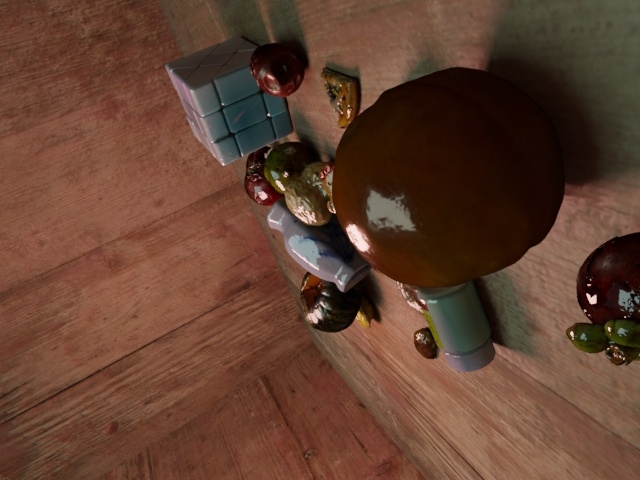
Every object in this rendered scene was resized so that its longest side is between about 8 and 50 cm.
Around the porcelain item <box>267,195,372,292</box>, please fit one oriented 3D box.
[{"bbox_3d":[0.000,0.000,1.631,0.405,0.243,0.178,43,138,18],"label":"porcelain item"}]

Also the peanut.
[{"bbox_3d":[-0.009,-0.164,1.491,0.196,0.233,0.110,47,-163,2],"label":"peanut"}]

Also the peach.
[{"bbox_3d":[0.180,-0.102,0.687,0.301,0.343,0.343,62,165,-12],"label":"peach"}]

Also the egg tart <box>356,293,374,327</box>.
[{"bbox_3d":[0.177,0.293,1.912,0.191,0.074,0.191,54,164,23],"label":"egg tart"}]

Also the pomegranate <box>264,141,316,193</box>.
[{"bbox_3d":[-0.096,-0.263,1.636,0.198,0.198,0.246,54,-161,24],"label":"pomegranate"}]

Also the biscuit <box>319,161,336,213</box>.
[{"bbox_3d":[0.078,-0.143,1.377,0.166,0.036,0.225,-9,110,40],"label":"biscuit"}]

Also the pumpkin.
[{"bbox_3d":[0.042,0.218,1.807,0.192,0.320,0.320,19,-170,-32],"label":"pumpkin"}]

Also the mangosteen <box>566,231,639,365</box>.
[{"bbox_3d":[0.414,0.080,0.560,0.166,0.180,0.166,26,168,6],"label":"mangosteen"}]

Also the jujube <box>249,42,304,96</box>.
[{"bbox_3d":[-0.140,-0.528,1.340,0.230,0.155,0.155,-123,12,-53],"label":"jujube"}]

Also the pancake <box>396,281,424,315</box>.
[{"bbox_3d":[0.285,0.134,1.335,0.222,0.042,0.236,54,164,17],"label":"pancake"}]

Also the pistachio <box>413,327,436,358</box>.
[{"bbox_3d":[0.352,0.359,1.509,0.089,0.049,0.172,48,160,42],"label":"pistachio"}]

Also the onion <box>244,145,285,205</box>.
[{"bbox_3d":[-0.239,-0.291,1.971,0.221,0.281,0.280,-23,98,31],"label":"onion"}]

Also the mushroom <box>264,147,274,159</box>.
[{"bbox_3d":[-0.101,-0.236,1.806,0.351,0.097,0.109,56,-166,6],"label":"mushroom"}]

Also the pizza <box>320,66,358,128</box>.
[{"bbox_3d":[0.046,-0.400,1.162,0.176,0.036,0.184,59,165,7],"label":"pizza"}]

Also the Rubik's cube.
[{"bbox_3d":[-0.334,-0.526,1.634,0.319,0.322,0.315,45,157,43],"label":"Rubik's cube"}]

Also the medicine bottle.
[{"bbox_3d":[0.339,0.198,1.087,0.225,0.139,0.139,65,165,-14],"label":"medicine bottle"}]
